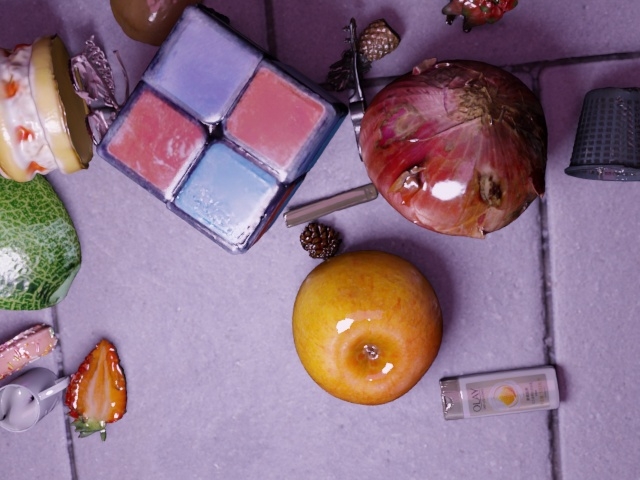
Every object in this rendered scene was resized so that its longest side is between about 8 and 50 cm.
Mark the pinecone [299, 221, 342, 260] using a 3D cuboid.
[{"bbox_3d":[0.000,0.000,1.779,0.077,0.077,0.083,-44,82,9],"label":"pinecone"}]

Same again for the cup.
[{"bbox_3d":[-0.574,0.322,1.843,0.136,0.133,0.099,4,97,5],"label":"cup"}]

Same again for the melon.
[{"bbox_3d":[-0.640,-0.017,1.786,0.343,0.226,0.331,26,63,6],"label":"melon"}]

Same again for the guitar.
[{"bbox_3d":[0.069,-0.279,1.697,0.038,0.084,0.271,-8,114,8],"label":"guitar"}]

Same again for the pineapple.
[{"bbox_3d":[0.075,-0.349,1.730,0.159,0.074,0.074,-41,92,17],"label":"pineapple"}]

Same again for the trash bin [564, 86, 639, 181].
[{"bbox_3d":[0.539,-0.195,1.666,0.175,0.175,0.161,3,87,5],"label":"trash bin"}]

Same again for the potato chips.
[{"bbox_3d":[-0.316,-0.483,1.750,0.208,0.062,0.195,-30,92,11],"label":"potato chips"}]

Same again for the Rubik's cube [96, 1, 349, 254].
[{"bbox_3d":[-0.161,-0.200,1.645,0.313,0.316,0.318,35,101,0],"label":"Rubik's cube"}]

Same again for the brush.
[{"bbox_3d":[0.020,-0.068,1.792,0.190,0.027,0.034,-19,87,0],"label":"brush"}]

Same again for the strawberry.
[{"bbox_3d":[-0.462,0.305,1.843,0.085,0.140,0.192,4,119,42],"label":"strawberry"}]

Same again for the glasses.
[{"bbox_3d":[-0.395,-0.272,1.730,0.095,0.162,0.256,-12,94,5],"label":"glasses"}]

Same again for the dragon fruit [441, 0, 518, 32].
[{"bbox_3d":[0.294,-0.454,1.670,0.142,0.121,0.130,11,92,28],"label":"dragon fruit"}]

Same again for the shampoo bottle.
[{"bbox_3d":[0.351,0.301,1.793,0.227,0.056,0.086,-7,96,6],"label":"shampoo bottle"}]

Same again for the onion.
[{"bbox_3d":[0.236,-0.163,1.603,0.353,0.353,0.354,1,98,5],"label":"onion"}]

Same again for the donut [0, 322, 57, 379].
[{"bbox_3d":[-0.620,0.232,1.845,0.166,0.117,0.065,-31,89,9],"label":"donut"}]

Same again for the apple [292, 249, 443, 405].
[{"bbox_3d":[0.086,0.164,1.695,0.299,0.275,0.299,0,101,0],"label":"apple"}]

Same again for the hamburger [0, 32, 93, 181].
[{"bbox_3d":[-0.545,-0.257,1.694,0.186,0.261,0.303,-9,55,-2],"label":"hamburger"}]
